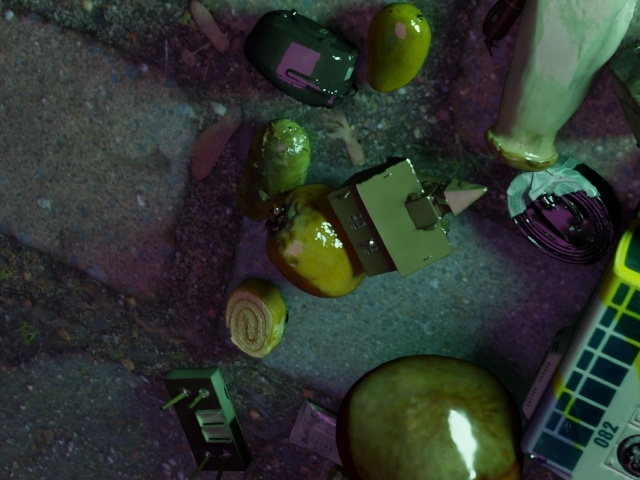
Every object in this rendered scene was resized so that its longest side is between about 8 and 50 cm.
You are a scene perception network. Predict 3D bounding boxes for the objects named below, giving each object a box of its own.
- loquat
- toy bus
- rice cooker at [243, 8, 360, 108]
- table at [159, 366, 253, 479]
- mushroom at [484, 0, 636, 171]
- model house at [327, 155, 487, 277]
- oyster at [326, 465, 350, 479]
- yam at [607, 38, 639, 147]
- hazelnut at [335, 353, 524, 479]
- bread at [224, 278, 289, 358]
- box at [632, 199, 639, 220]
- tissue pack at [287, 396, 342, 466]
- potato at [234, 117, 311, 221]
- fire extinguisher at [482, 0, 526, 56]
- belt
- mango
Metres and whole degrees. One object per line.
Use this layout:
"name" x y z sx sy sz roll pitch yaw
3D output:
"loquat" 0.000 0.000 1.991 0.176 0.187 0.234 -31 128 32
"toy bus" 0.499 0.209 1.861 0.249 0.209 0.440 25 126 11
"rice cooker" -0.026 -0.299 1.875 0.203 0.142 0.118 30 114 4
"table" -0.250 0.398 2.397 0.121 0.111 0.240 -6 114 28
"mushroom" 0.361 -0.284 1.697 0.154 0.137 0.407 15 126 4
"model house" 0.176 -0.063 1.881 0.248 0.176 0.181 -14 110 37
"oyster" 0.072 0.583 2.357 0.161 0.107 0.233 -23 108 25
"yam" 0.561 -0.226 1.605 0.271 0.201 0.202 -11 111 37
"hazelnut" 0.201 0.376 2.038 0.365 0.366 0.366 12 122 20
"bread" -0.127 0.147 2.223 0.122 0.073 0.149 23 123 19
"box" 0.651 -0.013 1.710 0.345 0.134 0.097 28 130 10
"tissue pack" 0.034 0.408 2.316 0.193 0.026 0.123 25 125 11
"potato" -0.086 -0.122 2.033 0.117 0.090 0.225 43 131 17
"fire extinguisher" 0.285 -0.351 1.754 0.056 0.039 0.132 58 133 28
"belt" 0.395 -0.054 1.846 0.198 0.078 0.151 41 129 1
"mango" 0.121 -0.309 1.836 0.103 0.076 0.161 24 129 6
